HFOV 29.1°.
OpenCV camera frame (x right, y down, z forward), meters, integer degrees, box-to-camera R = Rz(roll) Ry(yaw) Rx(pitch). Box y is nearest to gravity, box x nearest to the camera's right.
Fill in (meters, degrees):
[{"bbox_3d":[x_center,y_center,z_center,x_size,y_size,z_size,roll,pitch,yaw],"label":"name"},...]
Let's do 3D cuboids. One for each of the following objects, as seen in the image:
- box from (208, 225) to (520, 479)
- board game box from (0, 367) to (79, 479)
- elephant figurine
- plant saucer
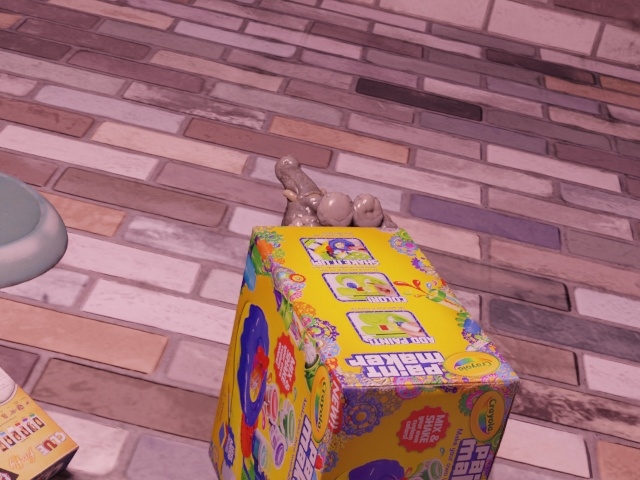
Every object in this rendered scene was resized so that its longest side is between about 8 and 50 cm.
[{"bbox_3d":[0.027,0.177,1.212,0.177,0.290,0.279,1,29,-22],"label":"box"},{"bbox_3d":[-0.373,0.209,1.190,0.165,0.042,0.243,43,34,11],"label":"board game box"},{"bbox_3d":[0.000,0.000,1.703,0.169,0.186,0.239,40,-12,-23],"label":"elephant figurine"},{"bbox_3d":[-0.497,-0.032,1.652,0.317,0.044,0.318,10,27,-5],"label":"plant saucer"}]
